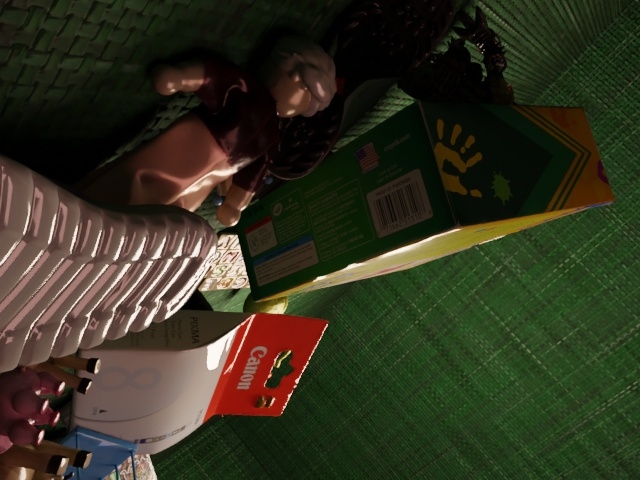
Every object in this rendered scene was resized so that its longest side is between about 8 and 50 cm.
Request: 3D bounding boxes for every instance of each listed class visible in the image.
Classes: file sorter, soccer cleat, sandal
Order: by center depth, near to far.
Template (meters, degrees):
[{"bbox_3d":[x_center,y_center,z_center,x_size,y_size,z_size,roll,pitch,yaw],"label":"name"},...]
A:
[{"bbox_3d":[-0.229,0.012,0.430,0.169,0.102,0.416,-57,159,5],"label":"sandal"},{"bbox_3d":[0.038,-0.213,0.765,0.318,0.108,0.116,-47,-169,7],"label":"soccer cleat"},{"bbox_3d":[-0.385,0.397,0.924,0.170,0.104,0.118,-42,132,11],"label":"file sorter"}]

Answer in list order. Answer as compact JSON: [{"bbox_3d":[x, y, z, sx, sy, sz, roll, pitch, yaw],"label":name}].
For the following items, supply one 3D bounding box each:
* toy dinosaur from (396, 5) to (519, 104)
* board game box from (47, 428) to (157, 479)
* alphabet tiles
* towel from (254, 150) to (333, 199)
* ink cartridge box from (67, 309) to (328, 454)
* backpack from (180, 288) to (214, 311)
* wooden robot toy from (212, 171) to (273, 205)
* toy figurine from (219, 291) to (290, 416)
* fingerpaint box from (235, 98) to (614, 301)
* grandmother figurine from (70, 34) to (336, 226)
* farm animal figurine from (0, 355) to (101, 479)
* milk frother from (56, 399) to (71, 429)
[{"bbox_3d":[0.248,-0.239,0.974,0.164,0.218,0.322,-32,132,26],"label":"toy dinosaur"},{"bbox_3d":[-0.502,0.482,1.112,0.232,0.141,0.291,-13,-174,33],"label":"board game box"},{"bbox_3d":[-0.125,0.028,1.109,0.237,0.009,0.198,1,138,-50],"label":"alphabet tiles"},{"bbox_3d":[-0.048,-0.116,0.964,0.144,0.029,0.197,-41,167,4],"label":"towel"},{"bbox_3d":[-0.204,0.245,0.977,0.385,0.091,0.308,7,132,-21],"label":"ink cartridge box"},{"bbox_3d":[-0.272,0.172,1.051,0.173,0.117,0.158,-34,165,-22],"label":"backpack"},{"bbox_3d":[-0.127,-0.098,0.734,0.173,0.076,0.079,-29,128,-46],"label":"wooden robot toy"},{"bbox_3d":[-0.228,0.257,1.329,0.362,0.191,0.217,-42,162,19],"label":"toy figurine"},{"bbox_3d":[0.139,-0.052,0.916,0.371,0.163,0.445,-9,170,-38],"label":"fingerpaint box"},{"bbox_3d":[-0.117,-0.105,0.616,0.342,0.104,0.208,-41,154,-18],"label":"grandmother figurine"},{"bbox_3d":[-0.376,0.239,0.666,0.326,0.172,0.330,106,-1,-55],"label":"farm animal figurine"},{"bbox_3d":[-0.420,0.294,1.097,0.135,0.129,0.143,-38,124,-20],"label":"milk frother"}]
